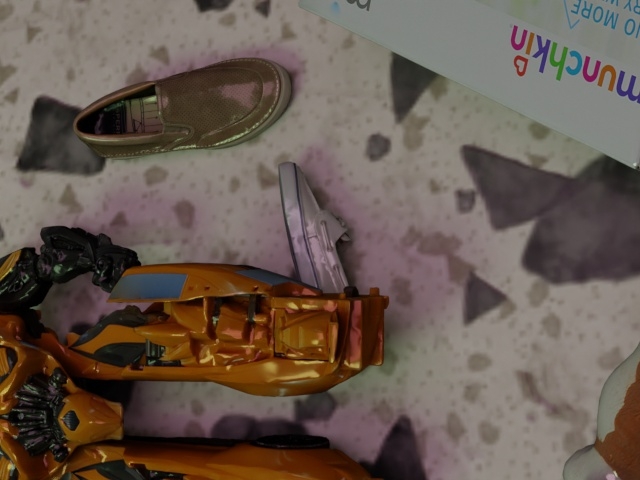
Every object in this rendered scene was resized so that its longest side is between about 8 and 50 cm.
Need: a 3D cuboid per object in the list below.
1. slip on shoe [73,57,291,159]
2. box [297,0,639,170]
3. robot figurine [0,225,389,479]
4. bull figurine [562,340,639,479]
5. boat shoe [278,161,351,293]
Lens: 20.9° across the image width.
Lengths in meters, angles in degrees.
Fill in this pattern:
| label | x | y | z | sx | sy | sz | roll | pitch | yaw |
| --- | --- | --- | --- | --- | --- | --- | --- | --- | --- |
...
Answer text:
| label | x | y | z | sx | sy | sz | roll | pitch | yaw |
| --- | --- | --- | --- | --- | --- | --- | --- | --- | --- |
| slip on shoe | -0.085 | -0.080 | 1.037 | 0.135 | 0.041 | 0.051 | -9 | 79 | 21 |
| box | 0.132 | -0.182 | 0.842 | 0.262 | 0.127 | 0.231 | 34 | 116 | 46 |
| robot figurine | -0.102 | 0.097 | 0.984 | 0.291 | 0.085 | 0.211 | 0 | 92 | 26 |
| bull figurine | 0.243 | 0.043 | 0.850 | 0.188 | 0.101 | 0.310 | 21 | 91 | 25 |
| boat shoe | 0.000 | 0.000 | 0.998 | 0.035 | 0.035 | 0.100 | -13 | 73 | -5 |
